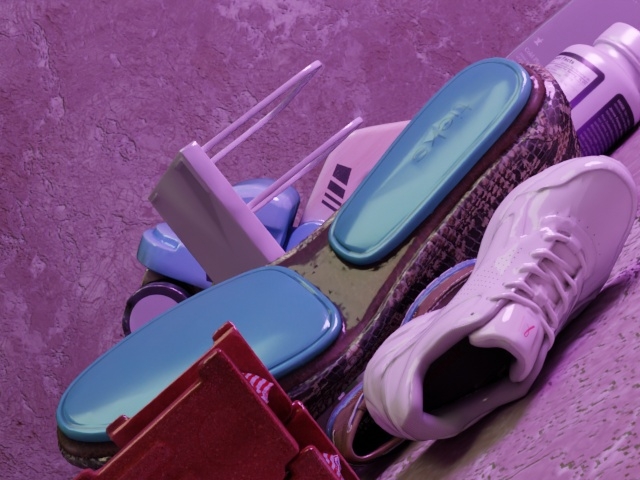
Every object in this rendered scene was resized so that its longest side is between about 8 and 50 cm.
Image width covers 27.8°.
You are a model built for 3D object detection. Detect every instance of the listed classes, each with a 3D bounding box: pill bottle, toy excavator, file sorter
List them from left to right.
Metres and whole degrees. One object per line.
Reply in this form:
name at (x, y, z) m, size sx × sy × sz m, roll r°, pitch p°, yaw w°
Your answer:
toy excavator at (-0.022, -0.020, 1.807) m, size 0.222 × 0.433 × 0.445 m, roll -55°, pitch -18°, yaw -79°
file sorter at (0.000, 0.000, 1.232) m, size 0.173 × 0.278 × 0.193 m, roll -38°, pitch 1°, yaw -18°
pill bottle at (0.259, -0.131, 1.324) m, size 0.193 × 0.108 × 0.108 m, roll -42°, pitch 3°, yaw -7°

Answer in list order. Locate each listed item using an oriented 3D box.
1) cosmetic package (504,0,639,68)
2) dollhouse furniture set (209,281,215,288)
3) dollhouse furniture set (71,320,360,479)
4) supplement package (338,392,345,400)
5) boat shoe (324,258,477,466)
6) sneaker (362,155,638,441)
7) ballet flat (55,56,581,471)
cosmetic package at (0.388, -0.291, 1.848) m, size 0.238 × 0.127 × 0.107 m, roll -42°, pitch 2°, yaw 34°
dollhouse furniture set at (-0.086, 0.200, 1.483) m, size 0.301 × 0.151 × 0.197 m, roll -64°, pitch -15°, yaw 4°
dollhouse furniture set at (-0.144, 0.234, 0.792) m, size 0.374 × 0.152 × 0.201 m, roll -42°, pitch 3°, yaw -4°
supplement package at (-0.058, 0.164, 1.184) m, size 0.105 × 0.105 × 0.179 m, roll -43°, pitch 2°, yaw -22°
boat shoe at (0.079, 0.092, 0.925) m, size 0.183 × 0.066 × 0.066 m, roll -52°, pitch 8°, yaw -3°
sneaker at (0.128, 0.045, 0.815) m, size 0.232 × 0.090 × 0.115 m, roll -51°, pitch 9°, yaw -1°
ballet flat at (0.027, 0.058, 1.027) m, size 0.483 × 0.182 × 0.164 m, roll -39°, pitch 36°, yaw -8°
